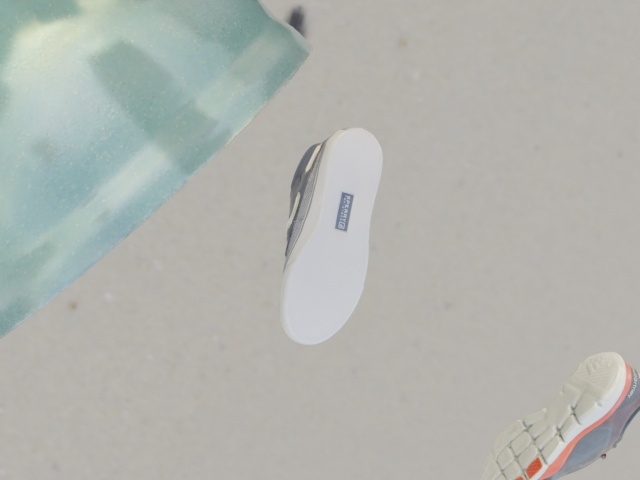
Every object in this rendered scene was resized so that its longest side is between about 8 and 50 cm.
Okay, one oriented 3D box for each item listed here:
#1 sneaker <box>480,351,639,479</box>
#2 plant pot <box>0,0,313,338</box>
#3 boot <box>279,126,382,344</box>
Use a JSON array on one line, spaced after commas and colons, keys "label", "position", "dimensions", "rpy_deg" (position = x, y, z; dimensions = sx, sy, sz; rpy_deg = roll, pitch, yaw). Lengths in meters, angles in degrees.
[{"label": "sneaker", "position": [0.181, 0.149, 1.169], "dimensions": [0.065, 0.061, 0.158], "rpy_deg": [27, 122, -29]}, {"label": "plant pot", "position": [-0.179, -0.094, 0.970], "dimensions": [0.196, 0.293, 0.293], "rpy_deg": [48, 64, -10]}, {"label": "boot", "position": [0.000, 0.000, 1.377], "dimensions": [0.069, 0.086, 0.190], "rpy_deg": [23, 75, -19]}]
